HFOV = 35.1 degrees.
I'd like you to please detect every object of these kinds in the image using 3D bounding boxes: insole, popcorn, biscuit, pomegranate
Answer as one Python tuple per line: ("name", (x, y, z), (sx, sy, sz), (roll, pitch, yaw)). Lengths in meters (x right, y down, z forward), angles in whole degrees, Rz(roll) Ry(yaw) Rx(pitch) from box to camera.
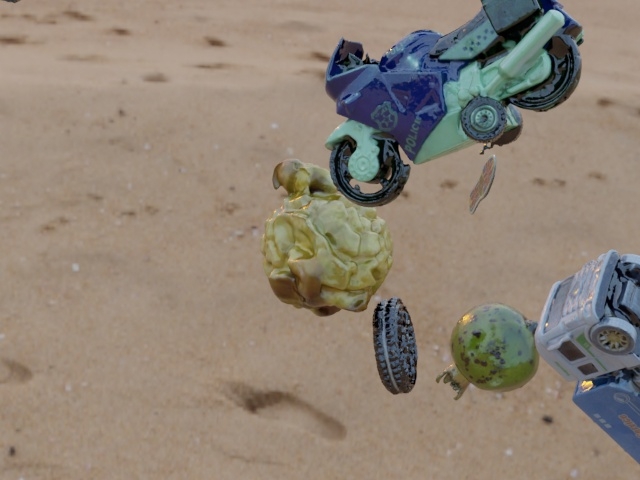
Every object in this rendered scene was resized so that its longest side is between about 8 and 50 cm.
("insole", (0.311, -0.106, 1.949), (0.006, 0.193, 0.065), (4, 67, -6))
("popcorn", (0.000, 0.000, 1.921), (0.225, 0.265, 0.332), (-9, 66, -40))
("biscuit", (0.145, 0.203, 1.947), (0.053, 0.194, 0.194), (-10, 29, 17))
("pomegranate", (0.361, 0.248, 2.142), (0.198, 0.246, 0.198), (12, 29, -7))

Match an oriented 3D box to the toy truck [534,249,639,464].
("toy truck", (0.448, 0.185, 1.359), (0.367, 0.175, 0.146), (44, 48, -15))

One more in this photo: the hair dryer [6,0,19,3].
("hair dryer", (-0.387, -0.430, 1.412), (0.219, 0.195, 0.075), (12, 9, 34))

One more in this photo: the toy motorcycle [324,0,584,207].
("toy motorcycle", (0.131, -0.180, 1.138), (0.196, 0.331, 0.125), (64, 25, 8))
